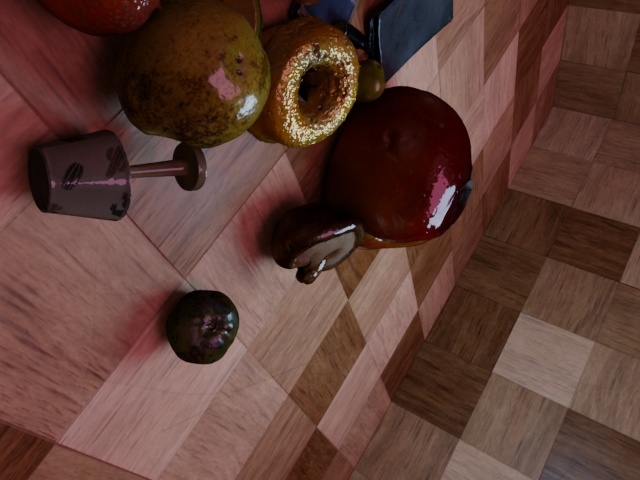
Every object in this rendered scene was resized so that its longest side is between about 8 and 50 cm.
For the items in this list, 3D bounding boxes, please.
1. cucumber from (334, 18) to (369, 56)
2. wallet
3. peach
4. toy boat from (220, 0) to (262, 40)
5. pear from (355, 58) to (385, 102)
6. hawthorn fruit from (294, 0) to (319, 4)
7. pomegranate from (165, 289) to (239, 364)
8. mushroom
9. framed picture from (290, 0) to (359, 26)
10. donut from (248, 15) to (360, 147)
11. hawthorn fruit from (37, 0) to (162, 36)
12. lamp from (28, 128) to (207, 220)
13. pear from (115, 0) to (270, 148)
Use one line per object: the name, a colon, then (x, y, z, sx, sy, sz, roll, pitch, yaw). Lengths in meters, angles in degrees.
cucumber: (0.074, -0.420, 1.118, 0.043, 0.039, 0.163, -54, 159, 22)
wallet: (0.228, -0.549, 1.315, 0.379, 0.046, 0.191, -48, 146, -30)
peach: (0.205, -0.152, 1.290, 0.335, 0.310, 0.406, 25, 89, -59)
toy boat: (-0.141, -0.304, 0.836, 0.088, 0.088, 0.230, -118, -137, -75)
pear: (0.103, -0.355, 1.202, 0.097, 0.092, 0.092, -35, 172, 36)
hawthorn fruit: (-0.011, -0.478, 0.827, 0.201, 0.179, 0.179, -67, 153, -19)
pomegranate: (-0.206, 0.163, 0.991, 0.163, 0.125, 0.138, 45, 58, -61)
mushroom: (-0.010, -0.010, 1.171, 0.194, 0.138, 0.231, -49, 157, 5)
framed picture: (0.034, -0.511, 1.038, 0.189, 0.023, 0.260, 21, 90, -65)
donut: (-0.036, -0.287, 0.991, 0.253, 0.118, 0.254, -28, 137, -30)
hawthorn fruit: (-0.260, -0.330, 0.515, 0.165, 0.165, 0.285, -62, 153, -10)
lamp: (-0.263, -0.088, 0.714, 0.214, 0.121, 0.121, -13, 122, -44)
pear: (-0.170, -0.213, 0.703, 0.197, 0.197, 0.197, -39, 141, -42)
